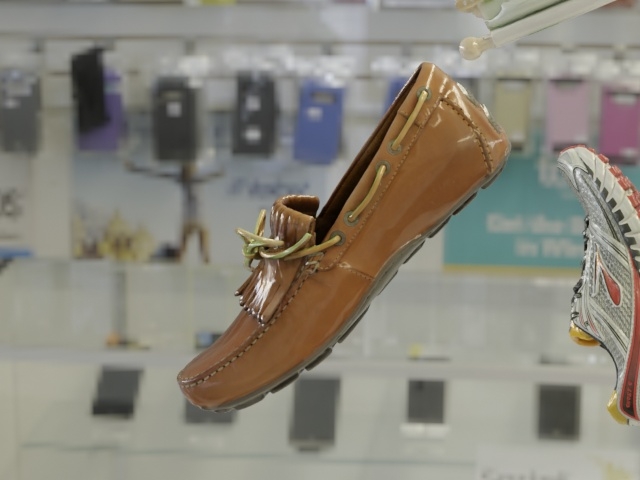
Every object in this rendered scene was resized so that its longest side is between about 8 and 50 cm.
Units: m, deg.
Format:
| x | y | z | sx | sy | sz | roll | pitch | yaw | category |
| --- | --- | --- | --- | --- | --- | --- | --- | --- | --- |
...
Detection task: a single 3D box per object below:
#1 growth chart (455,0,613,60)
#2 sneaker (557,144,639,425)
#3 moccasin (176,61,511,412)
| x | y | z | sx | sy | sz | roll | pitch | yaw | category |
| --- | --- | --- | --- | --- | --- | --- | --- | --- | --- |
| 0.136 | -0.248 | 1.189 | 0.172 | 0.237 | 0.021 | -15 | 14 | 15 | growth chart |
| 0.217 | 0.032 | 1.383 | 0.092 | 0.225 | 0.088 | -23 | -21 | 15 | sneaker |
| 0.000 | 0.001 | 1.687 | 0.147 | 0.380 | 0.139 | 41 | 15 | -13 | moccasin |
